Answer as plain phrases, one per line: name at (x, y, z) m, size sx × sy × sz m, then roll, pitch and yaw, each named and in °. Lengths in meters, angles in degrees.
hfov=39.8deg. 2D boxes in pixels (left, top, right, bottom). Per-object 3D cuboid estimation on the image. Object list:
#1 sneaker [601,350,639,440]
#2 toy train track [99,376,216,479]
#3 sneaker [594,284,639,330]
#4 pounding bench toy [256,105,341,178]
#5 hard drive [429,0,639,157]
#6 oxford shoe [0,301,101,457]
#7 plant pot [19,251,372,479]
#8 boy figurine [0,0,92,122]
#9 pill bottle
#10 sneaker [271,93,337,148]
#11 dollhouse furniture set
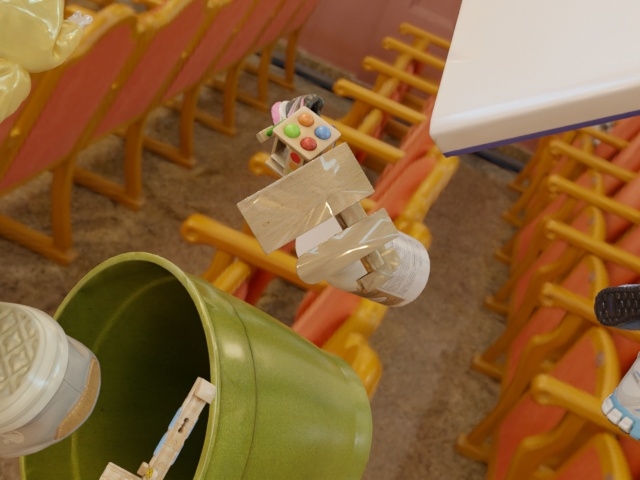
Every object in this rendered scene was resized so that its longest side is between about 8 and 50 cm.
sneaker at (0.313, 0.150, 0.729) m, size 0.071 × 0.082 × 0.191 m, roll 11°, pitch 16°, yaw -29°
toy train track at (-0.073, 0.105, 0.422) m, size 0.048 × 0.083 × 0.014 m, roll 39°, pitch -19°, yaw -33°
sneaker at (0.458, 0.089, 1.165) m, size 0.082 × 0.069 × 0.209 m, roll 3°, pitch -3°, yaw -21°
pounding bench toy at (-0.030, -0.107, 0.928) m, size 0.083 × 0.065 × 0.052 m, roll 39°, pitch 58°, yaw 14°
hard drive at (0.255, -0.184, 0.723) m, size 0.040 × 0.319 × 0.210 m, roll 48°, pitch 46°, yaw -37°
oxford shoe at (-0.399, 0.126, 0.896) m, size 0.449 × 0.169 × 0.130 m, roll 4°, pitch -26°, yaw 32°
plant pot at (-0.129, 0.234, 1.132) m, size 0.353 × 0.366 × 0.366 m, roll 20°, pitch 21°, yaw -46°
boy figurine at (-0.367, -0.274, 1.082) m, size 0.177 × 0.285 × 0.092 m, roll 7°, pitch 13°, yaw -43°
pill bottle at (0.070, 0.027, 1.470) m, size 0.229 × 0.131 × 0.131 m, roll 23°, pitch 19°, yaw -47°
sneaker at (-0.009, -0.128, 1.219) m, size 0.072 × 0.077 × 0.178 m, roll 18°, pitch 50°, yaw -66°
dollhouse furniture set at (0.000, 0.000, 0.929) m, size 0.144 × 0.123 × 0.151 m, roll 60°, pitch -7°, yaw -1°
